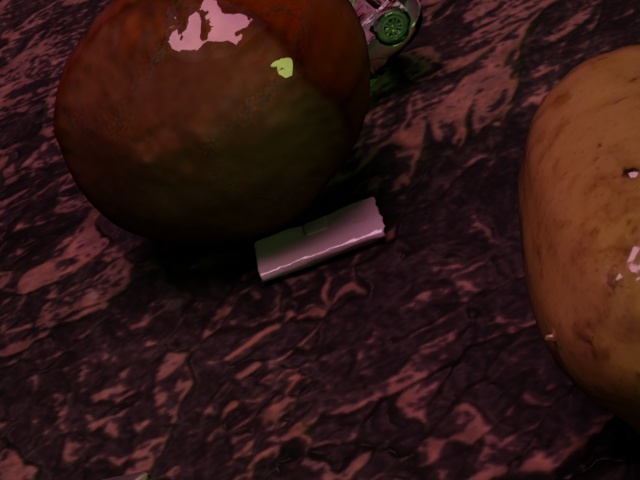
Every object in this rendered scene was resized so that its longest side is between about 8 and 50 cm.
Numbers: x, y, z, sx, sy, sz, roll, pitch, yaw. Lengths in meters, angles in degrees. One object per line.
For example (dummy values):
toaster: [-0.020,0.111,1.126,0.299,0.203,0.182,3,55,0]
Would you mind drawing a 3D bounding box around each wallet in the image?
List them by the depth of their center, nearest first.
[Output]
wallet: [0.000,0.000,1.103,0.083,0.011,0.044,-21,31,5]

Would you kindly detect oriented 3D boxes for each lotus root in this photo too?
lotus root: [0.175,0.009,0.833,0.160,0.146,0.284,13,27,-12]

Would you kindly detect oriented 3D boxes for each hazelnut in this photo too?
hazelnut: [-0.064,-0.094,1.127,0.214,0.176,0.214,-30,21,13]

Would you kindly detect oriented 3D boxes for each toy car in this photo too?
toy car: [0.013,-0.123,1.241,0.142,0.055,0.069,-45,35,3]

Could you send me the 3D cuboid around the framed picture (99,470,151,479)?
framed picture: [-0.205,0.187,0.821,0.232,0.019,0.296,-35,4,-23]
